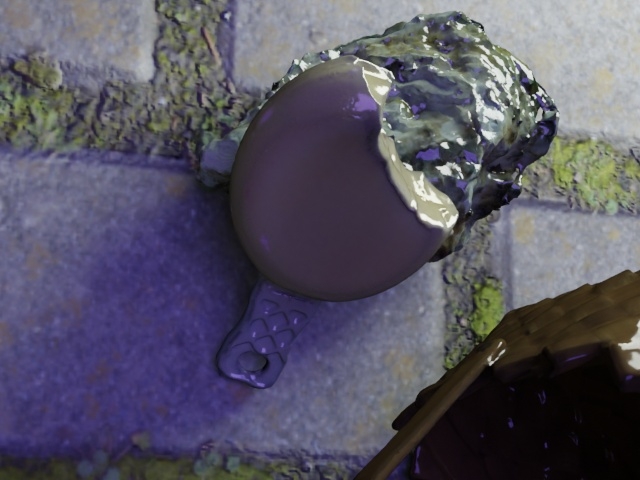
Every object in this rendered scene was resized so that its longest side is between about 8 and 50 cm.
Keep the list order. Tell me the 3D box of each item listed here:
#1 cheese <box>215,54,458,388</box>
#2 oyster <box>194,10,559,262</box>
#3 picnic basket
[{"bbox_3d":[-0.019,-0.006,0.939,0.249,0.071,0.163,-41,114,20],"label":"cheese"},{"bbox_3d":[0.053,-0.070,1.031,0.267,0.112,0.198,-40,95,-19],"label":"oyster"},{"bbox_3d":[0.186,0.180,0.940,0.321,0.291,0.254,-41,97,-33],"label":"picnic basket"}]
